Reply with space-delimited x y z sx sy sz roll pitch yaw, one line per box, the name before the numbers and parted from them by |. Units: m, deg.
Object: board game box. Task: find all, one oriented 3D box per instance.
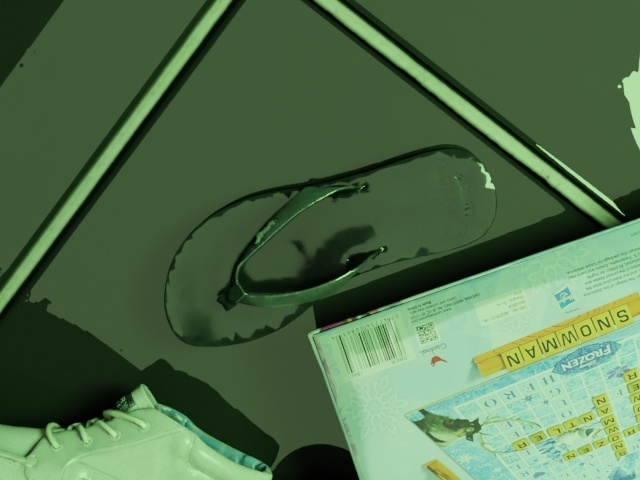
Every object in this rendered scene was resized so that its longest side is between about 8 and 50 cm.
board game box | 0.192 0.161 0.792 0.319 0.066 0.318 -19 85 5

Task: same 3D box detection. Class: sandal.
sandal | 0.000 -0.001 0.810 0.254 0.054 0.097 -25 96 5

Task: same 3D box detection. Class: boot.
boot | -0.165 0.153 0.826 0.258 0.095 0.123 29 92 -11
